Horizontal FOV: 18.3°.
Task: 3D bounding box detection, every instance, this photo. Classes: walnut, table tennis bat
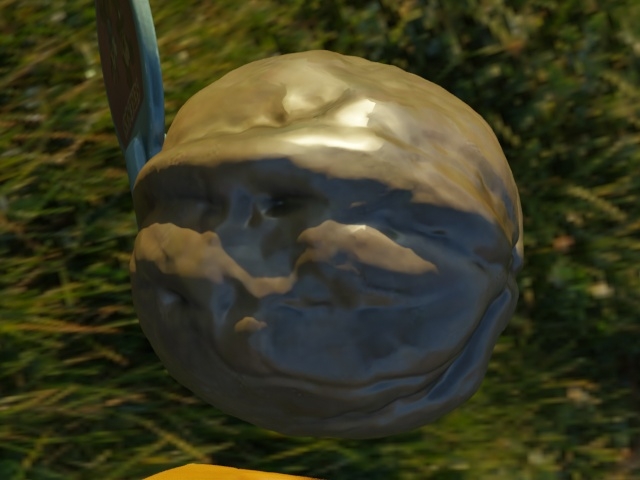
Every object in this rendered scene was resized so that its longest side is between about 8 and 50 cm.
[{"bbox_3d":[0.000,0.000,1.058,0.224,0.224,0.224,4,81,-30],"label":"walnut"},{"bbox_3d":[-0.117,-0.080,1.323,0.040,0.153,0.244,-9,76,-15],"label":"table tennis bat"}]

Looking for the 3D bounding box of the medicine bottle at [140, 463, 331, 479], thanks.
[{"bbox_3d":[0.014,0.159,0.330,0.149,0.112,0.222,10,92,4],"label":"medicine bottle"}]
